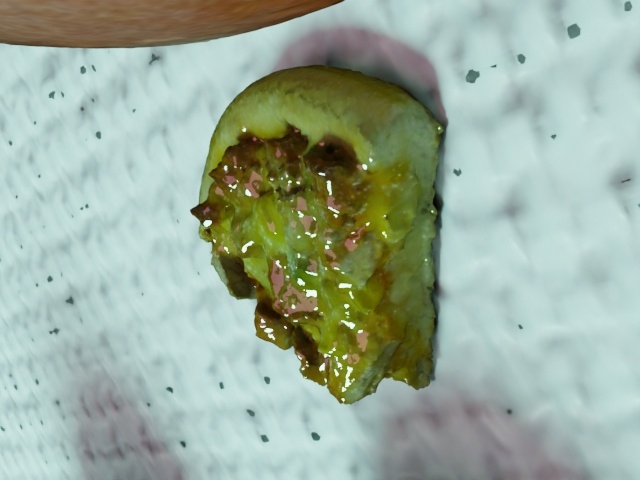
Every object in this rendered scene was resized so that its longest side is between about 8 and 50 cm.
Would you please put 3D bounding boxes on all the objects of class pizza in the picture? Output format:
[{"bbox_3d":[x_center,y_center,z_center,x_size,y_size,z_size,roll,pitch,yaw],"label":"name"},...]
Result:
[{"bbox_3d":[-0.001,0.000,0.651,0.134,0.046,0.175,63,154,8],"label":"pizza"}]

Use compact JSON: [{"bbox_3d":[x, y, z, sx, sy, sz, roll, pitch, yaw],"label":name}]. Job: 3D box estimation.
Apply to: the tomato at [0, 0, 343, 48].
[{"bbox_3d":[-0.096,-0.198,0.401,0.341,0.273,0.341,39,143,37],"label":"tomato"}]
